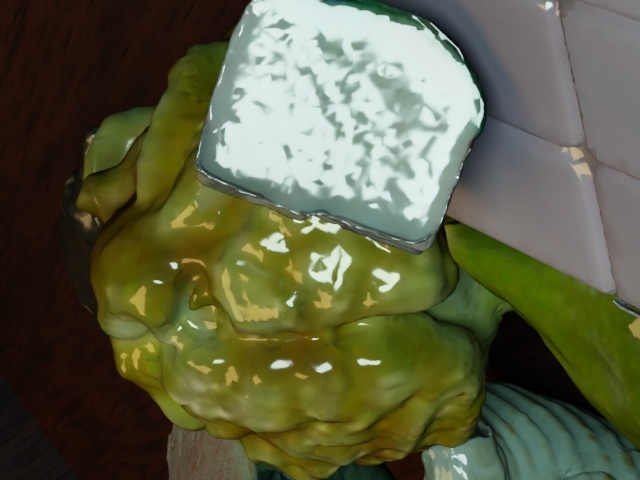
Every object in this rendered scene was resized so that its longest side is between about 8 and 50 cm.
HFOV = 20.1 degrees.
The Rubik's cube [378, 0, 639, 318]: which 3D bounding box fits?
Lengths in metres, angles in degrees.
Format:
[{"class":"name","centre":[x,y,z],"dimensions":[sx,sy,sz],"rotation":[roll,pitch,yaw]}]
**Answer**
[{"class":"Rubik's cube","centre":[0.156,-0.126,0.702],"dimensions":[0.221,0.231,0.225],"rotation":[28,148,45]}]

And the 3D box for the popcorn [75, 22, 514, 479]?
[{"class":"popcorn","centre":[-0.001,0.001,1.096],"dimensions":[0.335,0.274,0.279],"rotation":[86,169,-86]}]

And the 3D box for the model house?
[{"class":"model house","centre":[0.011,-0.047,0.715],"dimensions":[0.100,0.088,0.100],"rotation":[20,180,1]}]

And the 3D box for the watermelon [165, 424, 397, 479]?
[{"class":"watermelon","centre":[-0.009,0.210,1.244],"dimensions":[0.260,0.176,0.256],"rotation":[30,-163,-11]}]

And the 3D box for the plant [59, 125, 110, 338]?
[{"class":"plant","centre":[-0.093,-0.015,1.403],"dimensions":[0.199,0.188,0.276],"rotation":[57,159,-1]}]

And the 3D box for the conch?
[{"class":"conch","centre":[0.175,0.236,1.208],"dimensions":[0.303,0.215,0.319],"rotation":[-109,11,-64]}]

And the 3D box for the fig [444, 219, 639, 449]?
[{"class":"fig","centre":[0.179,0.029,0.850],"dimensions":[0.275,0.206,0.206],"rotation":[9,137,26]}]
